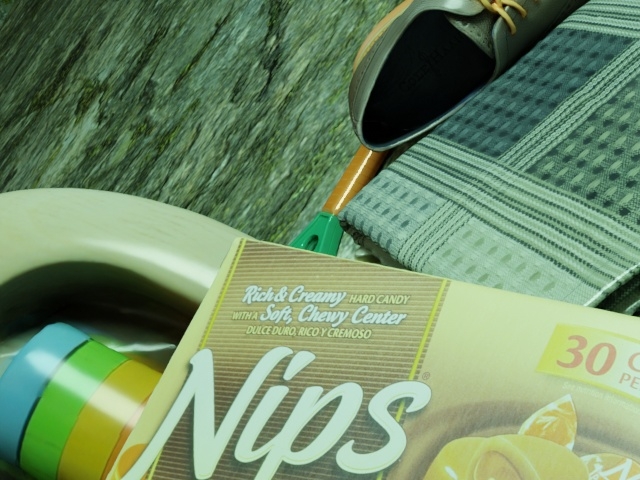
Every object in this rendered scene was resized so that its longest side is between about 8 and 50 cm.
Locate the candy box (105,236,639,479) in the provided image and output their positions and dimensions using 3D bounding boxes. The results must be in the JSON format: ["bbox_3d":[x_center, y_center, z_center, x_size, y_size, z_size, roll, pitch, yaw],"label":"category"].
[{"bbox_3d":[0.044,0.113,0.478,0.317,0.087,0.182,10,67,46],"label":"candy box"}]

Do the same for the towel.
[{"bbox_3d":[0.182,-0.060,0.682,0.312,0.056,0.324,-40,23,-3],"label":"towel"}]

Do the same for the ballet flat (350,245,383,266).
[{"bbox_3d":[0.057,0.031,0.802,0.206,0.067,0.073,-110,27,-57],"label":"ballet flat"}]

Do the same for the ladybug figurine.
[{"bbox_3d":[-0.123,0.135,0.707,0.449,0.162,0.305,28,76,17],"label":"ladybug figurine"}]

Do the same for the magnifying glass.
[{"bbox_3d":[0.000,0.000,0.976,0.092,0.026,0.231,17,75,59],"label":"magnifying glass"}]

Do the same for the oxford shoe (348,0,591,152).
[{"bbox_3d":[0.157,-0.198,0.830,0.363,0.130,0.132,-48,10,29],"label":"oxford shoe"}]
